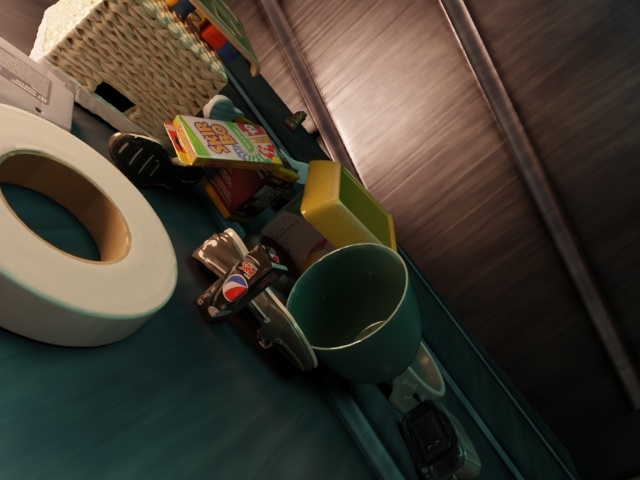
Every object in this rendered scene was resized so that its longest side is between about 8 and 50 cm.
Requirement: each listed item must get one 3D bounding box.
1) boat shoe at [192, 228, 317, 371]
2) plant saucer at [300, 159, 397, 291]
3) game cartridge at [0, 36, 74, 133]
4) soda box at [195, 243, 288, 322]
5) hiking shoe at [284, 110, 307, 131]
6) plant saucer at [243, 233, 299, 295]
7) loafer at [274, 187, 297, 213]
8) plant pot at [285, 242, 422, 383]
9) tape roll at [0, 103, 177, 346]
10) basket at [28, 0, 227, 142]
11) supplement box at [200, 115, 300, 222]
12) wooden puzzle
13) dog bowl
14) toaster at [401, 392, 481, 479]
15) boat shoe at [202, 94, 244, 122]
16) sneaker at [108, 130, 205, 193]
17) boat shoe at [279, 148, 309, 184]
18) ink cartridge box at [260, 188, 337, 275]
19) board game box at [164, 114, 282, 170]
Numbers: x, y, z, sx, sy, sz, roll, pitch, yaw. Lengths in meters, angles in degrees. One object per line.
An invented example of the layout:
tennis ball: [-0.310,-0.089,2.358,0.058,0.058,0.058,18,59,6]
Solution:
boat shoe: [-0.134,0.135,1.040,0.335,0.095,0.112,55,-20,6]
plant saucer: [0.100,-0.062,1.395,0.332,0.081,0.333,43,25,-20]
game cartridge: [-0.557,-0.285,0.863,0.294,0.060,0.196,36,17,-41]
soda box: [-0.144,0.081,0.943,0.053,0.169,0.060,56,16,23]
hiking shoe: [-0.133,-0.677,2.884,0.086,0.114,0.227,44,16,-19]
plant saucer: [-0.117,0.053,1.347,0.198,0.036,0.199,45,17,-17]
loafer: [-0.111,-0.117,1.688,0.078,0.076,0.223,50,17,-33]
plant pot: [0.100,0.192,1.200,0.235,0.293,0.293,59,7,-36]
tape roll: [-0.376,-0.029,0.733,0.392,0.072,0.392,45,16,-17]
basket: [-0.429,-0.441,1.200,0.328,0.266,0.331,38,21,-41]
supplement box: [-0.198,-0.182,1.366,0.191,0.194,0.129,54,16,16]
wooden puzzle: [-0.294,-0.575,1.260,0.348,0.080,0.322,44,16,-41]
dog bowl: [0.233,0.346,1.526,0.349,0.102,0.349,45,17,-17]
toaster: [0.299,0.504,1.296,0.146,0.129,0.227,43,14,-38]
boat shoe: [-0.351,-0.443,1.775,0.094,0.109,0.302,35,6,3]
sneaker: [-0.360,-0.175,1.108,0.108,0.100,0.271,45,7,16]
boat shoe: [-0.153,-0.283,1.939,0.102,0.108,0.301,21,9,38]
ink cartridge box: [0.000,0.000,1.485,0.278,0.201,0.117,48,17,-10]
board game box: [-0.214,-0.217,1.170,0.259,0.039,0.124,-6,58,-43]
